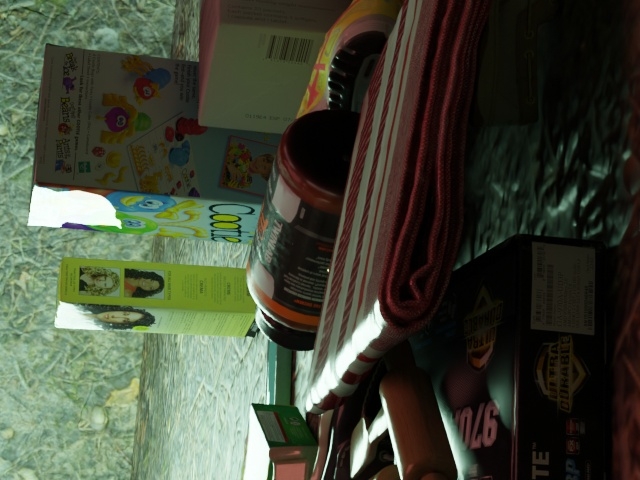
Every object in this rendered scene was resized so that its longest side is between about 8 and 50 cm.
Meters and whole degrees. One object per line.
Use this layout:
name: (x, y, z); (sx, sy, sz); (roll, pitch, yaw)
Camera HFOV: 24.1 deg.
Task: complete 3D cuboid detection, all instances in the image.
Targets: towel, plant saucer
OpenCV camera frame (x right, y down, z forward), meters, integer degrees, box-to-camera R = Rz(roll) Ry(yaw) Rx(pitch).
towel: (0.043, -0.030, 0.867); (0.329, 0.037, 0.237); (116, 166, -74)
plant saucer: (-0.043, 0.126, 1.540); (0.067, 0.018, 0.192); (126, 149, -67)

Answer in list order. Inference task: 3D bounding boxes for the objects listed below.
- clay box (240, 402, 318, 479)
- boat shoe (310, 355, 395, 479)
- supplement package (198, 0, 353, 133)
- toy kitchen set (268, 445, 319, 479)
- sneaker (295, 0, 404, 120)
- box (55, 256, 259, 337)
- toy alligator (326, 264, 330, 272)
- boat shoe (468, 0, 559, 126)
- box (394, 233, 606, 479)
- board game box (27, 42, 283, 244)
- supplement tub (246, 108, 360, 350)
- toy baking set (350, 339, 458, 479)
clay box: (-0.048, 0.277, 1.397); (0.127, 0.053, 0.222); (-130, 47, -73)
boat shoe: (0.040, 0.157, 1.036); (0.079, 0.084, 0.233); (26, 107, 37)
supplement package: (-0.041, -0.233, 1.405); (0.134, 0.139, 0.244); (108, 163, -49)
toy kitchen set: (-0.042, 0.259, 1.247); (0.207, 0.122, 0.166); (-13, 68, 46)
sneaker: (0.027, -0.125, 1.207); (0.208, 0.081, 0.094); (123, 159, -52)
box: (-0.179, 0.065, 1.686); (0.087, 0.232, 0.058); (118, 152, -64)
toy alligator: (0.055, 0.016, 1.062); (0.051, 0.056, 0.189); (-42, 2, -24)
boat shoe: (0.112, -0.131, 0.853); (0.050, 0.045, 0.135); (-105, 20, -77)
box: (0.092, 0.103, 0.819); (0.220, 0.051, 0.175); (140, 134, -74)
board game box: (-0.141, -0.087, 1.476); (0.142, 0.275, 0.144); (128, 146, -69)
supplement tub: (0.000, 0.000, 1.177); (0.106, 0.106, 0.198); (-96, 16, -44)
toy baking set: (0.035, 0.159, 0.860); (0.256, 0.030, 0.197); (-100, 20, -53)
